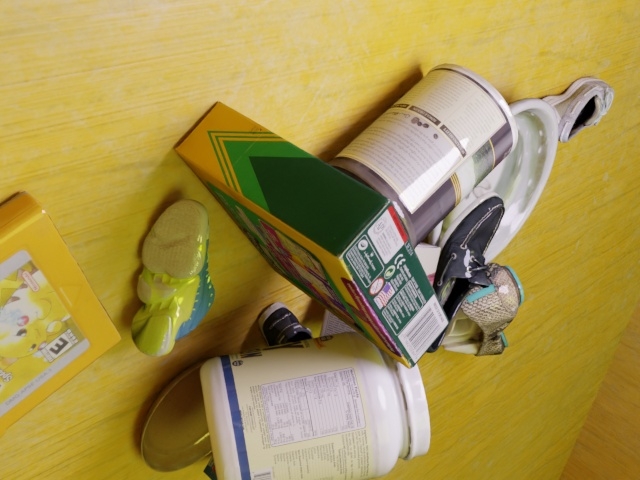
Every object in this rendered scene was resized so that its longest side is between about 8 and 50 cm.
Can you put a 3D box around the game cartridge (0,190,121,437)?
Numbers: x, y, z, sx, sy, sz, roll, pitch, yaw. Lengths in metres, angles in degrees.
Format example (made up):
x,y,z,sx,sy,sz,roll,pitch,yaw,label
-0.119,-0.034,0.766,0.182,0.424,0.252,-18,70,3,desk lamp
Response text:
x,y,z,sx,sy,sz,roll,pitch,yaw,label
-0.421,0.136,0.975,0.324,0.053,0.285,-41,144,-22,game cartridge

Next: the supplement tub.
x,y,z,sx,sy,sz,roll,pitch,yaw,label
-0.013,0.274,1.280,0.325,0.235,0.235,-10,132,-10,supplement tub

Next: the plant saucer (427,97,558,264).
x,y,z,sx,sy,sz,roll,pitch,yaw,label
0.330,-0.118,1.660,0.400,0.100,0.400,-33,141,-31,plant saucer

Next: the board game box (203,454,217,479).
x,y,z,sx,sy,sz,roll,pitch,yaw,label
-0.124,0.344,1.498,0.201,0.035,0.136,-59,159,19,board game box

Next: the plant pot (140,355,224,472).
x,y,z,sx,sy,sz,roll,pitch,yaw,label
-0.215,0.291,1.387,0.236,0.032,0.236,-32,140,-32,plant pot

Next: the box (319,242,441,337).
x,y,z,sx,sy,sz,roll,pitch,yaw,label
0.107,0.104,1.480,0.127,0.149,0.232,4,100,-55,box

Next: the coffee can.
x,y,z,sx,sy,sz,roll,pitch,yaw,label
0.163,-0.133,1.344,0.275,0.201,0.201,-43,145,-19,coffee can

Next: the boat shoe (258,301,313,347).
x,y,z,sx,sy,sz,roll,pitch,yaw,label
-0.045,0.201,1.485,0.084,0.079,0.233,-46,148,-14,boat shoe

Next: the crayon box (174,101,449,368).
x,y,z,sx,sy,sz,roll,pitch,yaw,label
0.000,0.000,1.150,0.106,0.313,0.363,-49,146,-10,crayon box

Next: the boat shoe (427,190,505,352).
x,y,z,sx,sy,sz,roll,pitch,yaw,label
0.268,0.070,1.554,0.340,0.113,0.127,-54,145,7,boat shoe

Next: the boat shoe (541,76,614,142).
x,y,z,sx,sy,sz,roll,pitch,yaw,label
0.585,-0.287,1.832,0.320,0.103,0.118,-23,135,-43,boat shoe

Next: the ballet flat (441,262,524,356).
x,y,z,sx,sy,sz,roll,pitch,yaw,label
0.350,0.182,1.880,0.182,0.164,0.483,-24,159,-2,ballet flat

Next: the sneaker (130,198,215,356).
x,y,z,sx,sy,sz,roll,pitch,yaw,label
-0.199,0.047,1.169,0.126,0.091,0.240,-21,136,-67,sneaker
